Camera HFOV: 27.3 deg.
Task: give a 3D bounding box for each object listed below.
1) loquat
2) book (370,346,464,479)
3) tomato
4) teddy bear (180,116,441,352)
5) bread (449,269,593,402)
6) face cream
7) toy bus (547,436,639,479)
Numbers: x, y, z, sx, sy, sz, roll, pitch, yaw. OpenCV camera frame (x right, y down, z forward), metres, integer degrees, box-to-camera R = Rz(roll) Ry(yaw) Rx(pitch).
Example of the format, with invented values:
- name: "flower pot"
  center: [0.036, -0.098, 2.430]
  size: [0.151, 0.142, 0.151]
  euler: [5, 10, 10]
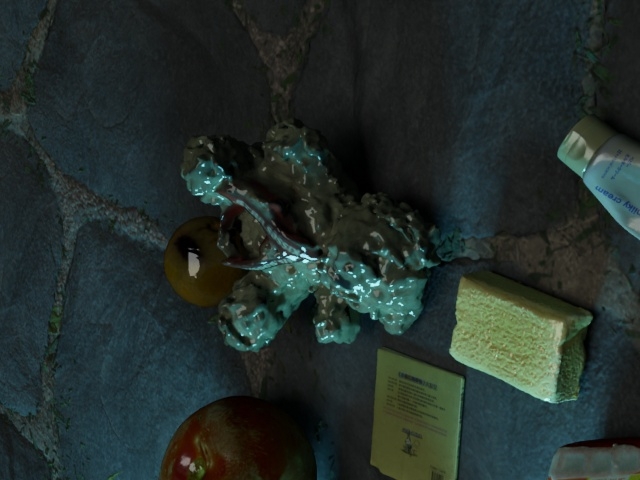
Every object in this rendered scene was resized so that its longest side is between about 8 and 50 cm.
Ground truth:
- name: "loquat"
  center: [-0.185, 0.036, 2.157]
  size: [0.163, 0.137, 0.163]
  euler: [11, 112, 28]
- name: "book"
  center: [0.140, 0.269, 1.931]
  size: [0.168, 0.013, 0.192]
  euler: [17, 108, 45]
- name: "tomato"
  center: [-0.119, 0.384, 2.082]
  size: [0.270, 0.222, 0.270]
  euler: [-28, 50, 41]
- name: "teddy bear"
  center: [0.000, 0.000, 1.903]
  size: [0.367, 0.224, 0.357]
  euler: [10, 118, 44]
- name: "bread"
  center: [0.262, 0.126, 1.735]
  size: [0.188, 0.068, 0.125]
  euler: [22, 112, 43]
- name: "face cream"
  center: [0.391, -0.060, 1.576]
  size: [0.224, 0.070, 0.114]
  euler: [44, 127, 23]
- name: "toy bus"
  center: [0.391, 0.298, 1.594]
  size: [0.265, 0.121, 0.120]
  euler: [-12, 79, 49]
